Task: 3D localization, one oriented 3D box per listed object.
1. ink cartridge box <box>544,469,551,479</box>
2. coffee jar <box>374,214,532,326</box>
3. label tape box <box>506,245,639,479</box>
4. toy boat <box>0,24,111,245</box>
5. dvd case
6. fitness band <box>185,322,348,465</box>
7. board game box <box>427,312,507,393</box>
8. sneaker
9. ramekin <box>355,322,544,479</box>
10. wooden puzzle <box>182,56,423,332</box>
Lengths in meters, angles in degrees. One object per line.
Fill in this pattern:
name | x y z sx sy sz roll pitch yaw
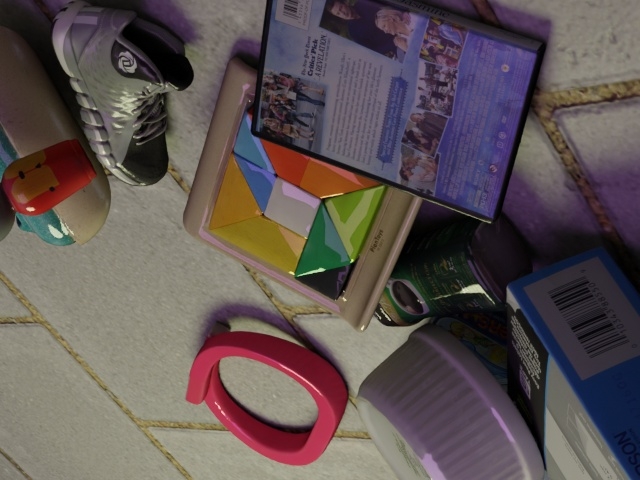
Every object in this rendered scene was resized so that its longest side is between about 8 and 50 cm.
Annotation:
ink cartridge box | 0.368 0.422 1.559 0.261 0.066 0.296 41 156 35
coffee jar | 0.118 0.033 1.324 0.184 0.079 0.096 -13 118 47
label tape box | 0.284 0.211 1.273 0.347 0.115 0.249 82 164 -51
toy boat | -0.320 -0.086 1.350 0.267 0.148 0.318 63 175 -23
dvd case | 0.060 -0.132 1.163 0.253 0.022 0.180 21 127 15
fitness band | -0.072 0.206 1.735 0.209 0.054 0.291 26 147 4
board game box | 0.168 0.142 1.468 0.136 0.035 0.201 30 146 2
sneaker | -0.179 -0.141 1.336 0.132 0.086 0.228 6 138 30
ramekin | 0.127 0.200 1.366 0.207 0.109 0.207 52 166 19
wooden puzzle | -0.025 -0.039 1.303 0.239 0.044 0.221 31 128 13
